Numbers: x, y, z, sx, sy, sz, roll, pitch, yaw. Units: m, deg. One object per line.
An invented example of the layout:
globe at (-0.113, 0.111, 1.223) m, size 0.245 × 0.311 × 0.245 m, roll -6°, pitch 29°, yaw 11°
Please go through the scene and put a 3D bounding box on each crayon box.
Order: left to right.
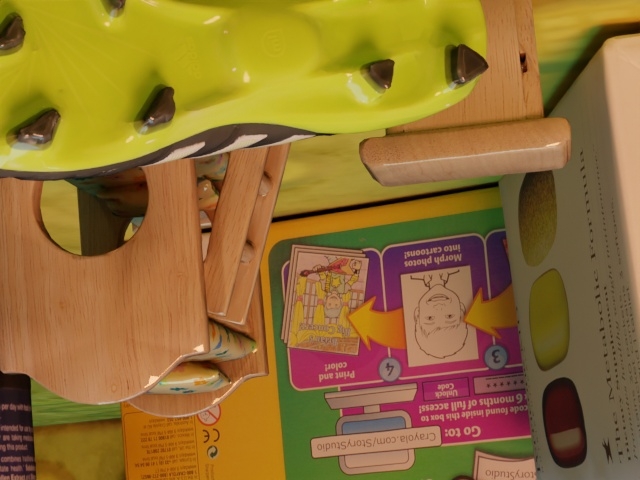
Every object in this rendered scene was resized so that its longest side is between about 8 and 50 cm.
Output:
crayon box at (0.043, 0.068, 0.881) m, size 0.278 × 0.165 × 0.081 m, roll -8°, pitch 171°, yaw 24°

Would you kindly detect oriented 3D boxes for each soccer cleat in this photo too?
soccer cleat at (-0.044, -0.041, 0.441) m, size 0.179 × 0.060 × 0.072 m, roll -4°, pitch 174°, yaw -31°

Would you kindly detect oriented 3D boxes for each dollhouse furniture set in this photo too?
dollhouse furniture set at (0.000, 0.000, 0.598) m, size 0.161 × 0.101 × 0.182 m, roll -6°, pitch 172°, yaw 7°

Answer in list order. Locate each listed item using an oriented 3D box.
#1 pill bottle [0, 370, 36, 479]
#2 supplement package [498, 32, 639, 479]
pill bottle at (-0.180, 0.103, 0.797) m, size 0.123 × 0.219 × 0.123 m, roll -4°, pitch 172°, yaw -1°
supplement package at (0.150, 0.016, 0.672) m, size 0.134 × 0.139 × 0.244 m, roll -6°, pitch 172°, yaw -3°
